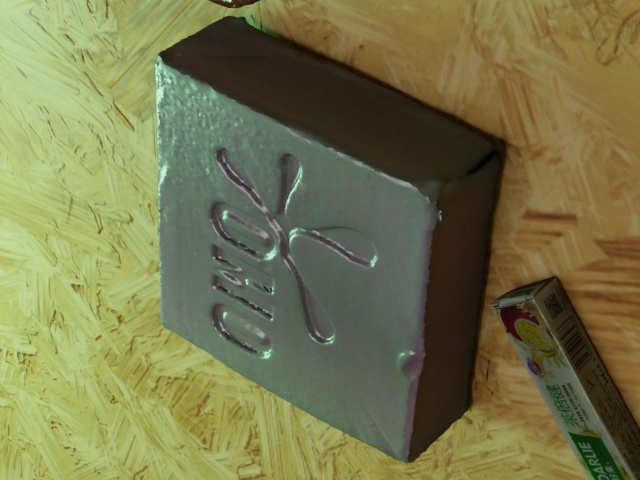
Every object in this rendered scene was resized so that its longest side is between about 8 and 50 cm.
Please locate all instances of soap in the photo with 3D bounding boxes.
[{"bbox_3d":[0.000,0.000,1.318,0.285,0.107,0.296,26,135,28],"label":"soap"}]

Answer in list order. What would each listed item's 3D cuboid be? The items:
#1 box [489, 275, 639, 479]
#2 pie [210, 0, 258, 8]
[{"bbox_3d":[0.205,0.127,1.250,0.050,0.041,0.207,-21,102,48],"label":"box"},{"bbox_3d":[-0.077,-0.256,1.258,0.153,0.038,0.153,23,130,30],"label":"pie"}]
